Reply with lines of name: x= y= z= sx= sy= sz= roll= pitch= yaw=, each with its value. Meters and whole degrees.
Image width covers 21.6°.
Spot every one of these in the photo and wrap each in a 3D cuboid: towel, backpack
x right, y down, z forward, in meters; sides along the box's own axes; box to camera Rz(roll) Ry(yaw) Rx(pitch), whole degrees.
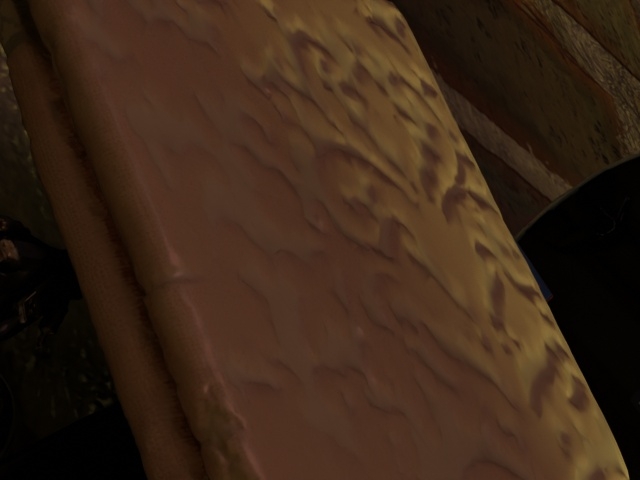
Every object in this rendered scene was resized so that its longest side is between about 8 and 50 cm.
towel: x=0.000 y=0.000 z=0.703 sx=0.332 sy=0.053 sz=0.317 roll=13 pitch=48 yaw=-57
backpack: x=0.229 y=0.076 z=1.033 sx=0.253 sy=0.225 sz=0.191 roll=52 pitch=-1 yaw=32

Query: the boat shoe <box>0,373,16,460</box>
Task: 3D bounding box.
boat shoe: x=-0.165 y=0.068 z=0.565 sx=0.078 sy=0.070 sz=0.219 roll=58 pitch=26 yaw=9

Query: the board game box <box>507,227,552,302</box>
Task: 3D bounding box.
board game box: x=0.045 y=0.008 z=0.880 sx=0.145 sy=0.027 sz=0.281 roll=56 pitch=23 yaw=2

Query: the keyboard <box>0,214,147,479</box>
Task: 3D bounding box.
keyboard: x=-0.077 y=0.080 z=0.651 sx=0.317 sy=0.033 sz=0.202 roll=-22 pitch=108 yaw=-69
